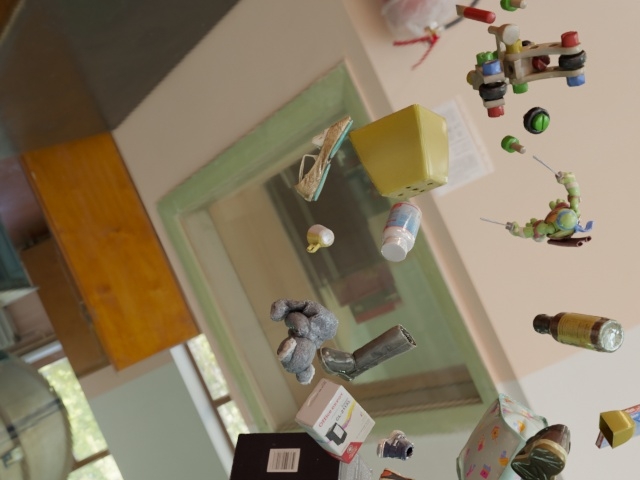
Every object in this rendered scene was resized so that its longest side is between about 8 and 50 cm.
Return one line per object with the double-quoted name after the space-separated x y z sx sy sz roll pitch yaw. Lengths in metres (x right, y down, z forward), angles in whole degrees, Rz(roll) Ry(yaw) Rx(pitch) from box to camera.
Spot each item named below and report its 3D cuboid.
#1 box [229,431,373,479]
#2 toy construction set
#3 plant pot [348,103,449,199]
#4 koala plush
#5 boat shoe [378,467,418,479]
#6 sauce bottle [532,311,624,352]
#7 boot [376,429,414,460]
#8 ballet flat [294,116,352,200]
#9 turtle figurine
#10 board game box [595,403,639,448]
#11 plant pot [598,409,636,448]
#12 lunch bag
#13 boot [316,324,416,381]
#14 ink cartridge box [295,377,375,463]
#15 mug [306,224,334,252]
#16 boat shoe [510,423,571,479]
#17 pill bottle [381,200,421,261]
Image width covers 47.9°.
-0.049 0.716 2.149 0.343 0.179 0.313 -7 142 19 "box"
0.388 -0.399 1.554 0.257 0.309 0.237 -44 -149 2 "toy construction set"
0.231 -0.223 1.938 0.212 0.187 0.212 -20 166 29 "plant pot"
-0.061 0.315 2.223 0.203 0.196 0.221 -6 -137 27 "koala plush"
0.212 0.620 1.814 0.136 0.049 0.043 17 -134 25 "boat shoe"
0.817 0.286 2.315 0.111 0.112 0.344 -25 -172 -16 "sauce bottle"
0.227 0.580 2.016 0.086 0.069 0.190 6 180 24 "boot"
0.000 -0.188 1.587 0.206 0.067 0.073 -64 177 6 "ballet flat"
0.579 -0.092 1.884 0.274 0.198 0.266 17 179 14 "turtle figurine"
1.031 0.585 2.340 0.281 0.145 0.027 -12 -141 -16 "board game box"
0.888 0.554 2.142 0.083 0.081 0.082 -17 -141 -4 "plant pot"
0.423 0.506 1.657 0.224 0.160 0.262 -61 174 11 "lunch bag"
0.118 0.276 1.820 0.208 0.076 0.189 -28 146 23 "boot"
0.037 0.444 1.769 0.072 0.175 0.127 10 -124 49 "ink cartridge box"
0.003 -0.002 1.927 0.062 0.078 0.064 11 -179 -27 "mug"
0.413 0.395 1.324 0.073 0.080 0.224 -48 160 -22 "boat shoe"
0.208 -0.022 1.879 0.087 0.087 0.160 -25 -152 38 "pill bottle"
